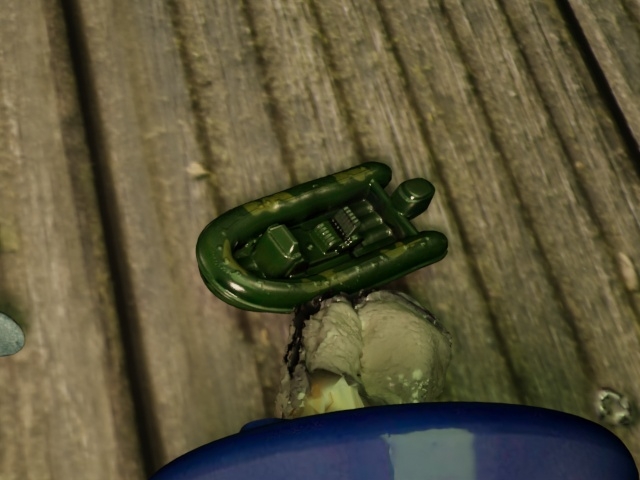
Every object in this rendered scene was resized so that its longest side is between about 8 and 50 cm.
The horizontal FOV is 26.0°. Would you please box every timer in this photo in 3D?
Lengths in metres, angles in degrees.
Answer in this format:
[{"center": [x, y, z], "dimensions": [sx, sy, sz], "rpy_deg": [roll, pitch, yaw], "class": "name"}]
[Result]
[{"center": [0.049, 0.293, 0.668], "dimensions": [0.270, 0.270, 0.384], "rpy_deg": [3, 63, -19], "class": "timer"}]

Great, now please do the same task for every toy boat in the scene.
[{"center": [0.000, 0.000, 1.008], "dimensions": [0.210, 0.052, 0.104], "rpy_deg": [-19, 63, -34], "class": "toy boat"}]

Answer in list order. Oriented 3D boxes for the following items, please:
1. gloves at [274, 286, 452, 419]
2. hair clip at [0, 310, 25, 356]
[{"center": [0.025, 0.090, 0.929], "dimensions": [0.114, 0.070, 0.153], "rpy_deg": [20, 46, 4], "class": "gloves"}, {"center": [-0.326, 0.055, 0.843], "dimensions": [0.275, 0.048, 0.083], "rpy_deg": [-10, 57, -22], "class": "hair clip"}]
